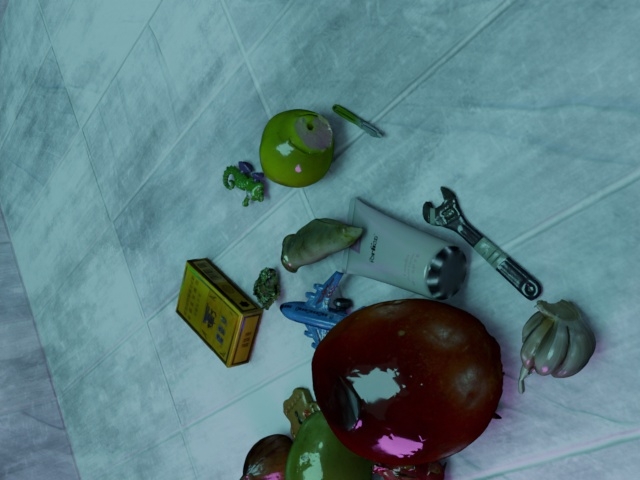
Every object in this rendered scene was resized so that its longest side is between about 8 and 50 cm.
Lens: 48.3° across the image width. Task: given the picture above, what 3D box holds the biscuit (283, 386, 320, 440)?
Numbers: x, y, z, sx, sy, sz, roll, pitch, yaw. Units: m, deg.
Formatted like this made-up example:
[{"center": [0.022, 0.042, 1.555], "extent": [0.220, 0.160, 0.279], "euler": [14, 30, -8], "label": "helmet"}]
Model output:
[{"center": [-0.025, 0.502, 1.896], "extent": [0.225, 0.036, 0.166], "euler": [57, 132, 24], "label": "biscuit"}]

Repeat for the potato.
[{"center": [0.022, 0.561, 1.723], "extent": [0.216, 0.216, 0.304], "euler": [28, 112, 42], "label": "potato"}]

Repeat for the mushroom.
[{"center": [0.000, -0.003, 1.710], "extent": [0.333, 0.087, 0.107], "euler": [-30, 54, 58], "label": "mushroom"}]

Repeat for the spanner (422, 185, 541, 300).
[{"center": [0.324, 0.004, 1.433], "extent": [0.316, 0.024, 0.087], "euler": [46, 122, 33], "label": "spanner"}]

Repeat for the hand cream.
[{"center": [0.160, 0.026, 1.559], "extent": [0.359, 0.118, 0.185], "euler": [21, 111, 52], "label": "hand cream"}]

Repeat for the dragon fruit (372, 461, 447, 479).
[{"center": [0.196, 0.502, 1.578], "extent": [0.133, 0.166, 0.136], "euler": [-81, 2, -63], "label": "dragon fruit"}]

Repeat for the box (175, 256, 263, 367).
[{"center": [-0.305, 0.209, 2.113], "extent": [0.301, 0.084, 0.192], "euler": [38, 123, 37], "label": "box"}]

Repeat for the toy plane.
[{"center": [0.009, 0.189, 1.750], "extent": [0.271, 0.105, 0.254], "euler": [15, 107, 47], "label": "toy plane"}]

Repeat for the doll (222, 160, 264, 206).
[{"center": [-0.211, -0.157, 1.972], "extent": [0.190, 0.050, 0.115], "euler": [37, 115, 40], "label": "doll"}]

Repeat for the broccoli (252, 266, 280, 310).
[{"center": [-0.144, 0.128, 1.921], "extent": [0.095, 0.097, 0.092], "euler": [49, 176, 8], "label": "broccoli"}]

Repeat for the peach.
[{"center": [0.155, 0.290, 1.462], "extent": [0.406, 0.310, 0.335], "euler": [-9, 87, 48], "label": "peach"}]

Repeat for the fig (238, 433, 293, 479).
[{"center": [-0.152, 0.626, 1.966], "extent": [0.149, 0.202, 0.148], "euler": [75, 170, -52], "label": "fig"}]

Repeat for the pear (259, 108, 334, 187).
[{"center": [-0.066, -0.216, 1.713], "extent": [0.220, 0.187, 0.187], "euler": [-26, 77, 60], "label": "pear"}]

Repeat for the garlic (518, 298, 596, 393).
[{"center": [0.409, 0.210, 1.290], "extent": [0.127, 0.131, 0.194], "euler": [46, 119, 35], "label": "garlic"}]

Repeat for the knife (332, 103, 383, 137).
[{"center": [0.086, -0.273, 1.644], "extent": [0.022, 0.026, 0.184], "euler": [-47, 51, -4], "label": "knife"}]
